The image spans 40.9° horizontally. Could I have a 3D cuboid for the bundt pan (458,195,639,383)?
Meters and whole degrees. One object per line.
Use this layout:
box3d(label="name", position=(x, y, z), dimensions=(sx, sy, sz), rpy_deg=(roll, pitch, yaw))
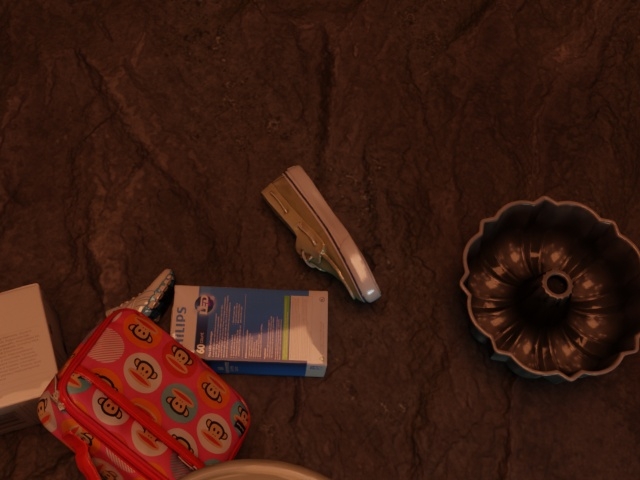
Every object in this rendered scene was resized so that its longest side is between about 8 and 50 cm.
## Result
box3d(label="bundt pan", position=(0.390, 0.096, 1.480), dimensions=(0.331, 0.124, 0.331), rpy_deg=(1, 66, -3))

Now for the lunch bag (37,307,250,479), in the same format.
box3d(label="lunch bag", position=(-0.266, 0.270, 1.275), dimensions=(0.293, 0.120, 0.258), rpy_deg=(42, 37, -11))

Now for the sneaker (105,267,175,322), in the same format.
box3d(label="sneaker", position=(-0.316, 0.120, 1.452), dimensions=(0.083, 0.071, 0.191), rpy_deg=(24, 66, 13))

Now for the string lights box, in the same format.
box3d(label="string lights box", position=(-0.119, 0.153, 1.444), dimensions=(0.259, 0.077, 0.133), rpy_deg=(3, 65, -3))

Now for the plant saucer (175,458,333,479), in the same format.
box3d(label="plant saucer", position=(-0.087, 0.500, 1.161), dimensions=(0.400, 0.100, 0.400), rpy_deg=(0, 101, 2))

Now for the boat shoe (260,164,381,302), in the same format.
box3d(label="boat shoe", position=(0.000, 0.000, 1.521), dimensions=(0.094, 0.109, 0.302), rpy_deg=(-34, 62, -1))

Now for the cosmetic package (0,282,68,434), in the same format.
box3d(label="cosmetic package", position=(-0.487, 0.192, 1.359), dimensions=(0.151, 0.151, 0.184), rpy_deg=(-15, 69, -11))
